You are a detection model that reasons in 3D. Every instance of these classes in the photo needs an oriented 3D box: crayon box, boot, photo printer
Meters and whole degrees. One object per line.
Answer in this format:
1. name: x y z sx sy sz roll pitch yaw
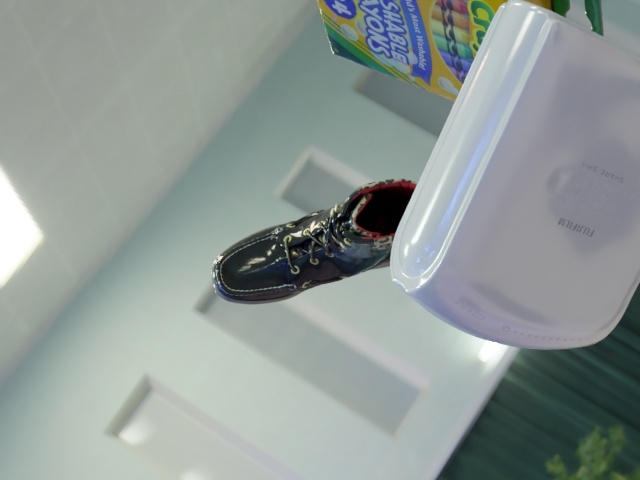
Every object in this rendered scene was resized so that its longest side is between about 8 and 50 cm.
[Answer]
1. crayon box: 0.135 -0.244 1.280 0.083 0.323 0.203 -50 -34 -22
2. boot: 0.000 -0.002 1.298 0.237 0.085 0.178 -14 -11 -9
3. photo printer: 0.218 -0.044 1.163 0.256 0.107 0.307 18 -78 -31
